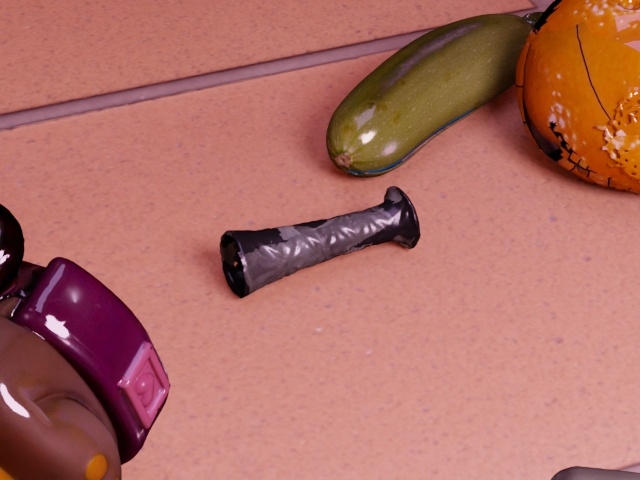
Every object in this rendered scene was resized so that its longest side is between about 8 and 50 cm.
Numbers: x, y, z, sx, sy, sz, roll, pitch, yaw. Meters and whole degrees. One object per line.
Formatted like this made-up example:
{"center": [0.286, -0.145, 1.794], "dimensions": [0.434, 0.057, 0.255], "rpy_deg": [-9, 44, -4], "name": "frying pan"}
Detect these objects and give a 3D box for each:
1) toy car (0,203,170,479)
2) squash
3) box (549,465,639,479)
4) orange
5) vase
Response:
{"center": [-0.286, 0.117, 1.227], "dimensions": [0.340, 0.271, 0.240], "rpy_deg": [15, 59, 24], "name": "toy car"}
{"center": [0.119, -0.158, 1.715], "dimensions": [0.094, 0.094, 0.341], "rpy_deg": [28, 47, 33], "name": "squash"}
{"center": [0.234, 0.235, 1.134], "dimensions": [0.210, 0.129, 0.148], "rpy_deg": [6, 37, 10], "name": "box"}
{"center": [0.294, -0.148, 1.631], "dimensions": [0.234, 0.182, 0.234], "rpy_deg": [-6, 45, 6], "name": "orange"}
{"center": [0.000, 0.000, 1.519], "dimensions": [0.167, 0.059, 0.059], "rpy_deg": [-15, 39, -21], "name": "vase"}
